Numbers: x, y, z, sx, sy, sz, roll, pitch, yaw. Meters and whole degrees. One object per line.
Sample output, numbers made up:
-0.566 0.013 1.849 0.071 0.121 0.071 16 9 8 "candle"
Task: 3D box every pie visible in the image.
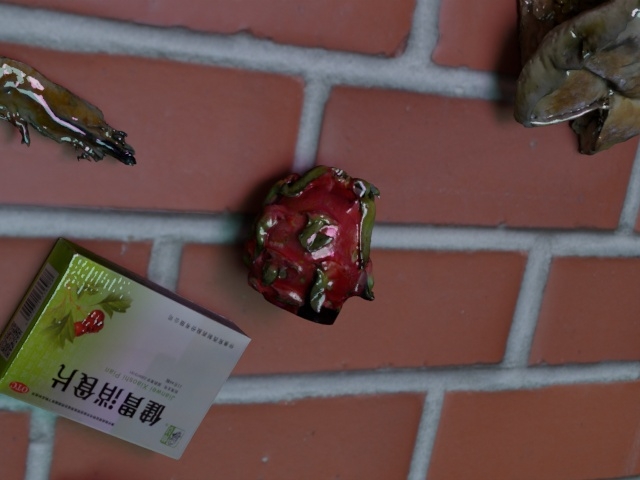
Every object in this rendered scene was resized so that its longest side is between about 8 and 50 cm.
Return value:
0.412 -0.227 1.457 0.338 0.075 0.337 -17 153 -9 "pie"

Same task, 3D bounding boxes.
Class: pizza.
0.329 -0.310 1.464 0.226 0.069 0.147 -48 127 -7 "pizza"

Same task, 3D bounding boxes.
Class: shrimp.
-0.301 -0.098 1.179 0.219 0.046 0.152 25 93 -31 "shrimp"

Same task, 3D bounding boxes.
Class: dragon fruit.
0.000 0.000 1.335 0.167 0.160 0.172 20 98 -11 "dragon fruit"

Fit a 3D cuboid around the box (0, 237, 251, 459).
-0.230 0.131 1.299 0.260 0.062 0.175 30 91 -36 "box"
